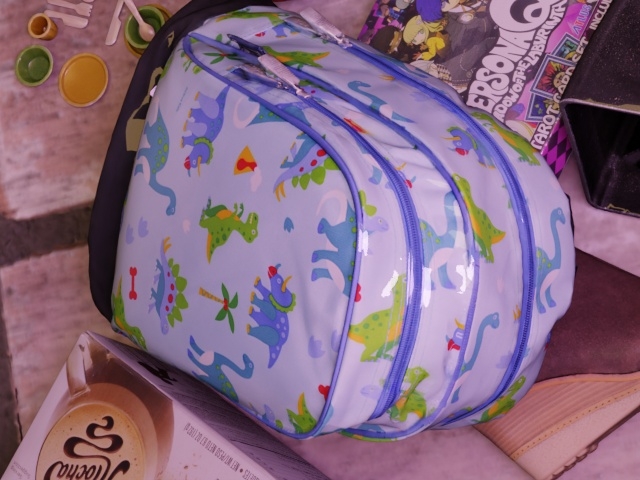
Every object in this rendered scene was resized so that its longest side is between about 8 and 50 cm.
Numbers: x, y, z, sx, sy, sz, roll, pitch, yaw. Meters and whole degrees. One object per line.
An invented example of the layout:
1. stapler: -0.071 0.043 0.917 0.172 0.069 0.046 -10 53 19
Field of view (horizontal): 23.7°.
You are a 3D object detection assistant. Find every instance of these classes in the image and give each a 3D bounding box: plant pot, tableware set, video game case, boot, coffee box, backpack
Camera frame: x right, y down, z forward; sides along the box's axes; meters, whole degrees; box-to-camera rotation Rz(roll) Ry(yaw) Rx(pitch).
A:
1. plant pot: 0.285 -0.113 1.052 0.188 0.187 0.167 12 72 21
2. tableware set: -0.187 -0.162 1.301 0.154 0.024 0.104 17 87 21
3. video game case: 0.123 -0.148 1.143 0.210 0.042 0.232 25 88 41
4. boot: 0.183 0.030 1.103 0.248 0.090 0.207 -40 73 13
5. coffee box: -0.092 0.212 1.110 0.297 0.119 0.168 32 93 41
6. backpack: 0.000 0.000 1.044 0.355 0.273 0.290 25 106 28
